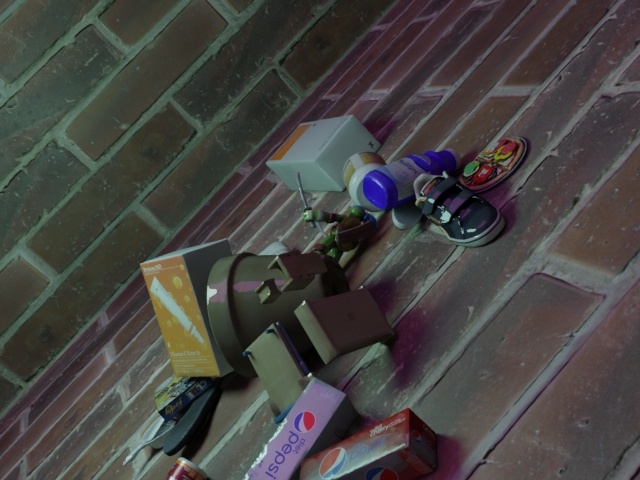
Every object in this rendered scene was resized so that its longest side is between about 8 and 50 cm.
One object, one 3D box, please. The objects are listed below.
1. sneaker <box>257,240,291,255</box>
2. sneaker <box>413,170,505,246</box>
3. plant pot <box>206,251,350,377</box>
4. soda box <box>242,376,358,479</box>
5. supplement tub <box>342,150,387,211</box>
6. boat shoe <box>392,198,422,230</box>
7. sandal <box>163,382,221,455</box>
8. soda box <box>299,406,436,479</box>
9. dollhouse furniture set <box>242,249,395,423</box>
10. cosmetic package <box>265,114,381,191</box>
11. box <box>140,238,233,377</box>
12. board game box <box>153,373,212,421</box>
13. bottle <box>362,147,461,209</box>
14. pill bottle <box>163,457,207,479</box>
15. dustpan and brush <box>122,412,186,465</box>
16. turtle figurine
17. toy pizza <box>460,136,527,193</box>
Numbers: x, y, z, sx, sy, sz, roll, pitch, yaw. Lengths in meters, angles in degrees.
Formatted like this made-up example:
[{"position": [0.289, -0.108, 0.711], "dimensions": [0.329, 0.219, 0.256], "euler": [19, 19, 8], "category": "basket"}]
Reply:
[{"position": [-0.203, 0.124, 2.391], "dimensions": [0.292, 0.108, 0.169], "euler": [-45, 18, -3], "category": "sneaker"}, {"position": [0.313, -0.081, 1.803], "dimensions": [0.126, 0.127, 0.321], "euler": [-44, 22, -3], "category": "sneaker"}, {"position": [-0.083, 0.159, 1.887], "dimensions": [0.280, 0.323, 0.323], "euler": [-17, 31, 22], "category": "plant pot"}, {"position": [-0.044, 0.426, 1.513], "dimensions": [0.091, 0.098, 0.286], "euler": [21, 62, 34], "category": "soda box"}, {"position": [0.148, -0.174, 2.243], "dimensions": [0.144, 0.144, 0.199], "euler": [-41, 21, 10], "category": "supplement tub"}, {"position": [0.233, -0.086, 2.031], "dimensions": [0.228, 0.080, 0.076], "euler": [-74, -2, -51], "category": "boat shoe"}, {"position": [-0.335, 0.490, 2.044], "dimensions": [0.097, 0.054, 0.254], "euler": [-24, 18, 37], "category": "sandal"}, {"position": [0.083, 0.410, 1.370], "dimensions": [0.263, 0.083, 0.092], "euler": [-33, 25, 26], "category": "soda box"}, {"position": [-0.037, 0.218, 1.729], "dimensions": [0.198, 0.286, 0.303], "euler": [-9, -30, -47], "category": "dollhouse furniture set"}, {"position": [-0.001, -0.312, 2.752], "dimensions": [0.230, 0.161, 0.453], "euler": [-51, 22, -14], "category": "cosmetic package"}, {"position": [-0.331, 0.192, 2.098], "dimensions": [0.215, 0.345, 0.168], "euler": [-12, 7, 45], "category": "box"}, {"position": [-0.409, 0.433, 2.211], "dimensions": [0.165, 0.042, 0.243], "euler": [-39, 12, -10], "category": "board game box"}, {"position": [0.250, -0.172, 1.995], "dimensions": [0.283, 0.092, 0.118], "euler": [-24, 42, -27], "category": "bottle"}, {"position": [-0.345, 0.604, 1.793], "dimensions": [0.086, 0.086, 0.152], "euler": [-11, 40, 56], "category": "pill bottle"}, {"position": [-0.478, 0.564, 2.144], "dimensions": [0.147, 0.060, 0.211], "euler": [-10, 40, 56], "category": "dustpan and brush"}, {"position": [0.000, 0.000, 2.136], "dimensions": [0.198, 0.275, 0.266], "euler": [103, -168, -60], "category": "turtle figurine"}, {"position": [0.434, -0.198, 1.919], "dimensions": [0.201, 0.032, 0.201], "euler": [-38, 22, 18], "category": "toy pizza"}]
